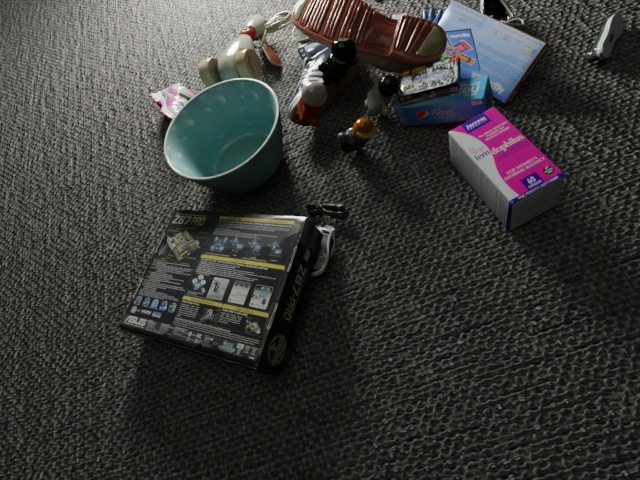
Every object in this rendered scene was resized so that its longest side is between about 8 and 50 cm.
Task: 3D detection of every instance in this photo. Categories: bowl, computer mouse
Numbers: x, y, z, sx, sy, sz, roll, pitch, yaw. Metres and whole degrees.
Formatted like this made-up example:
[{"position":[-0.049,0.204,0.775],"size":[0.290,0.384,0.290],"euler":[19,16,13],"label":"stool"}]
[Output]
[{"position":[-0.222,-0.242,1.094],"size":[0.312,0.163,0.311],"euler":[-8,61,14],"label":"bowl"},{"position":[0.000,0.000,0.963],"size":[0.106,0.042,0.192],"euler":[3,62,22],"label":"computer mouse"},{"position":[0.006,-0.620,1.251],"size":[0.170,0.080,0.170],"euler":[-20,49,25],"label":"bowl"}]

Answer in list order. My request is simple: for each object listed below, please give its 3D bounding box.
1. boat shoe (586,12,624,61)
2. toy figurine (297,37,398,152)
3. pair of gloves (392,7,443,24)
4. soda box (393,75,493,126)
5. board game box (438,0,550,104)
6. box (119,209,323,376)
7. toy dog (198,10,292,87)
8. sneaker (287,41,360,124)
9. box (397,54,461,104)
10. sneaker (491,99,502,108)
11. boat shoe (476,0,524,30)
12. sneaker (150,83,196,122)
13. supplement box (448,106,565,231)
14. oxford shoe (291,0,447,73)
[{"position":[0.654,-0.467,0.979],"size":[0.142,0.049,0.040],"euler":[-55,22,-19],"label":"boat shoe"},{"position":[0.066,-0.338,1.010],"size":[0.210,0.148,0.213],"euler":[34,74,-5],"label":"toy figurine"},{"position":[0.252,-0.590,1.195],"size":[0.198,0.023,0.159],"euler":[9,67,22],"label":"pair of gloves"},{"position":[0.284,-0.323,0.995],"size":[0.210,0.067,0.071],"euler":[5,64,33],"label":"soda box"},{"position":[0.386,-0.461,1.033],"size":[0.281,0.027,0.145],"euler":[48,122,31],"label":"board game box"},{"position":[-0.222,0.092,0.937],"size":[0.395,0.097,0.318],"euler":[5,67,29],"label":"box"},{"position":[-0.210,-0.532,1.275],"size":[0.220,0.160,0.333],"euler":[18,58,34],"label":"toy dog"},{"position":[-0.031,-0.438,1.166],"size":[0.153,0.099,0.282],"euler":[31,70,25],"label":"sneaker"},{"position":[0.251,-0.369,0.981],"size":[0.137,0.027,0.093],"euler":[-6,55,29],"label":"box"},{"position":[0.396,-0.297,0.982],"size":[0.069,0.038,0.098],"euler":[-33,58,1],"label":"sneaker"},{"position":[0.450,-0.525,1.058],"size":[0.095,0.079,0.254],"euler":[-8,62,13],"label":"boat shoe"},{"position":[-0.416,-0.403,1.280],"size":[0.111,0.103,0.252],"euler":[-39,59,-2],"label":"sneaker"},{"position":[0.370,-0.148,0.872],"size":[0.111,0.114,0.220],"euler":[-30,56,3],"label":"supplement box"},{"position":[0.113,-0.503,1.085],"size":[0.397,0.146,0.140],"euler":[24,85,10],"label":"oxford shoe"}]
